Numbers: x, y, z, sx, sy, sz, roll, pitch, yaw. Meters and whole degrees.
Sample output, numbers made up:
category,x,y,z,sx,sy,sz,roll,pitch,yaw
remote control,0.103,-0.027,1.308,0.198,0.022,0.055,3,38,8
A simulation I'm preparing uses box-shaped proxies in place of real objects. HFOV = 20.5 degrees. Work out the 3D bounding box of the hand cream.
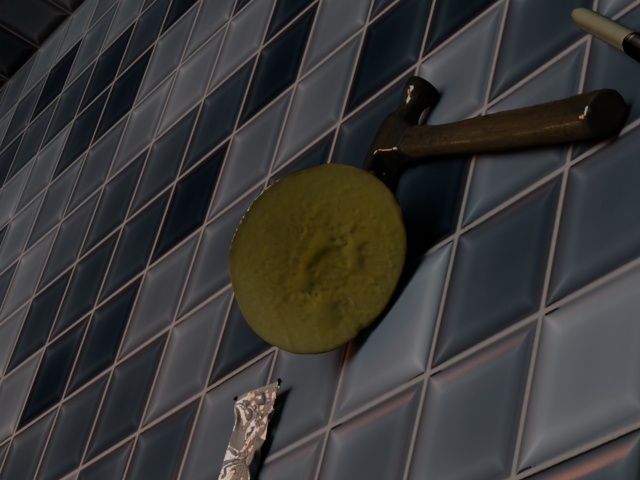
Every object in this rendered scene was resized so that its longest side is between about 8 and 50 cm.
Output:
category,x,y,z,sx,sy,sz,roll,pitch,yaw
hand cream,-0.105,0.265,1.881,0.084,0.050,0.257,-27,32,51

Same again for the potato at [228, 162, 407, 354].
category,x,y,z,sx,sy,sz,roll,pitch,yaw
potato,0.000,0.000,1.863,0.158,0.178,0.203,-79,-1,-74

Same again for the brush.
category,x,y,z,sx,sy,sz,roll,pitch,yaw
brush,0.280,-0.182,1.622,0.042,0.039,0.299,-58,20,7

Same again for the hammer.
category,x,y,z,sx,sy,sz,roll,pitch,yaw
hammer,0.164,-0.112,1.777,0.168,0.044,0.440,-64,21,-14
